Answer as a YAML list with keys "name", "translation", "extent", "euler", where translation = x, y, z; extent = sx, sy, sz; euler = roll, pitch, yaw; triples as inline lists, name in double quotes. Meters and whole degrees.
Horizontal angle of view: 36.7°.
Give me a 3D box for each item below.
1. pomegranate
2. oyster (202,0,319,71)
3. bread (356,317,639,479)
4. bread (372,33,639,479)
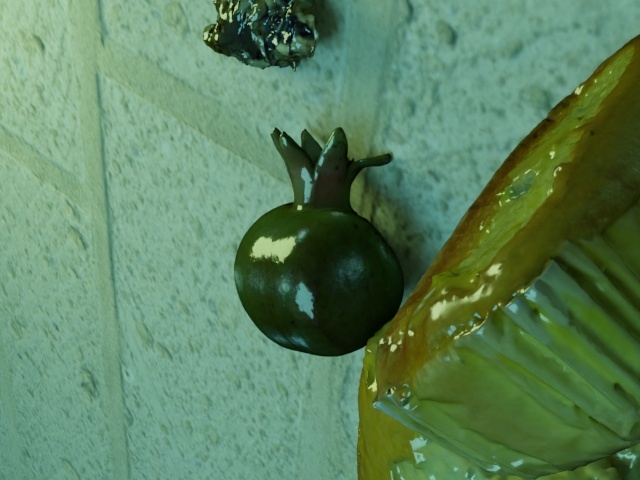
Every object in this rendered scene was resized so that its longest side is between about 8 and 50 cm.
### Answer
- name: "pomegranate"
  translation: [0.000, 0.000, 0.813]
  extent: [0.152, 0.131, 0.191]
  euler: [4, 97, 53]
- name: "oyster"
  translation: [-0.057, -0.180, 0.793]
  extent: [0.148, 0.051, 0.103]
  euler: [-18, 96, 63]
- name: "bread"
  translation: [0.131, 0.250, 0.805]
  extent: [0.236, 0.165, 0.375]
  euler: [29, 137, 36]
- name: "bread"
  translation: [0.148, -0.005, 0.504]
  extent: [0.119, 0.288, 0.152]
  euler: [44, 144, 1]
